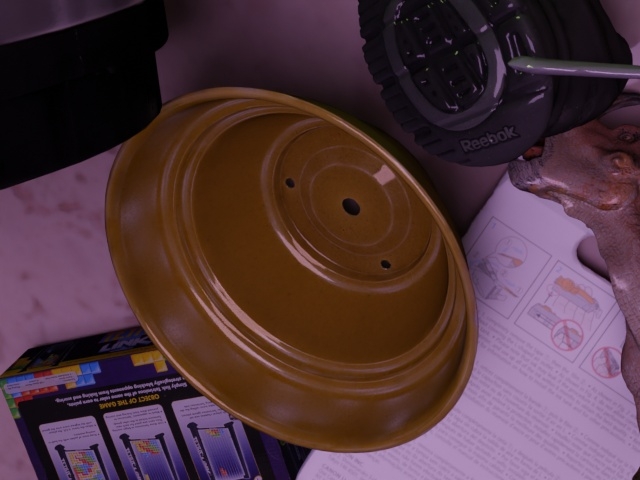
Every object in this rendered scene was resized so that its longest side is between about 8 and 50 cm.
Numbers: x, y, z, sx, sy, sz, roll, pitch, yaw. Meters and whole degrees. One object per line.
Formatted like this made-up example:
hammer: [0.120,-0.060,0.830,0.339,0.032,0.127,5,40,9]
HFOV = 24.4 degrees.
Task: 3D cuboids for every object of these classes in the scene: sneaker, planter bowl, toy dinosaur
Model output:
sneaker: [0.054,-0.168,0.723,0.109,0.130,0.286,-33,76,42]
planter bowl: [0.000,0.000,0.789,0.217,0.090,0.217,16,127,23]
toy dinosaur: [0.224,0.052,0.742,0.295,0.200,0.127,40,139,-24]

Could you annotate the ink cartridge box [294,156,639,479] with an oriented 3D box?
ink cartridge box: [0.125,0.094,0.841,0.189,0.066,0.232,34,96,3]

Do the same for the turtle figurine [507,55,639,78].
turtle figurine: [0.216,-0.148,0.565,0.274,0.198,0.266,31,156,-22]

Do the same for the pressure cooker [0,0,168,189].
pressure cooker: [-0.262,-0.158,0.679,0.375,0.370,0.420,-1,107,22]

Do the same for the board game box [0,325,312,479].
board game box: [-0.094,0.123,0.913,0.170,0.048,0.141,-11,109,21]
